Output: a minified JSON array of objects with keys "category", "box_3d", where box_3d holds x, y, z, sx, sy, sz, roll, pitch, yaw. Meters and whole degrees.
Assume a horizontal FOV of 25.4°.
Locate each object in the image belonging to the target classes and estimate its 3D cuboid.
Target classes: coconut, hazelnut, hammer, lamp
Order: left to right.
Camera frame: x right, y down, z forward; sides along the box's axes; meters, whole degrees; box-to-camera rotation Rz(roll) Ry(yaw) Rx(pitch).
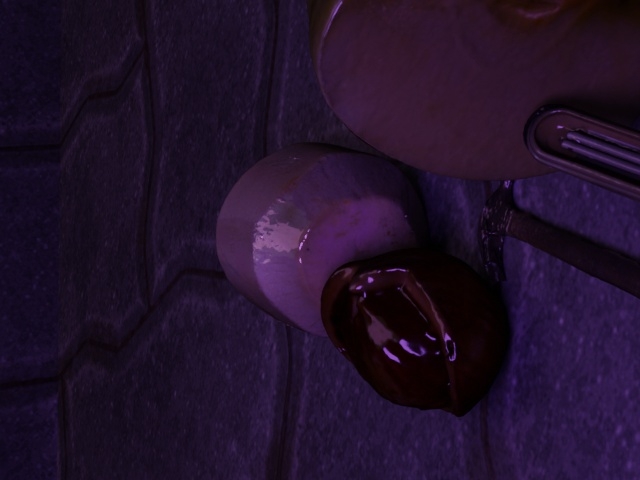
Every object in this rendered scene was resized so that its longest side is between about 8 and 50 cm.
[{"category":"coconut","box_3d":[0.002,-0.003,1.617,0.241,0.241,0.241,-22,65,61]},{"category":"hazelnut","box_3d":[0.092,0.094,1.450,0.202,0.160,0.170,-6,102,36]},{"category":"hammer","box_3d":[0.236,0.009,1.348,0.297,0.027,0.125,28,109,61]},{"category":"lamp","box_3d":[0.271,-0.173,1.128,0.203,0.124,0.283,14,123,22]}]

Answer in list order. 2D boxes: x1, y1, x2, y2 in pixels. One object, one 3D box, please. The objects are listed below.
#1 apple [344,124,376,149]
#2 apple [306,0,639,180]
[{"category":"apple","box_3d":[0.107,-0.188,1.437,0.201,0.218,0.218,54,131,53]},{"category":"apple","box_3d":[0.162,-0.231,1.167,0.312,0.360,0.320,-19,70,56]}]
